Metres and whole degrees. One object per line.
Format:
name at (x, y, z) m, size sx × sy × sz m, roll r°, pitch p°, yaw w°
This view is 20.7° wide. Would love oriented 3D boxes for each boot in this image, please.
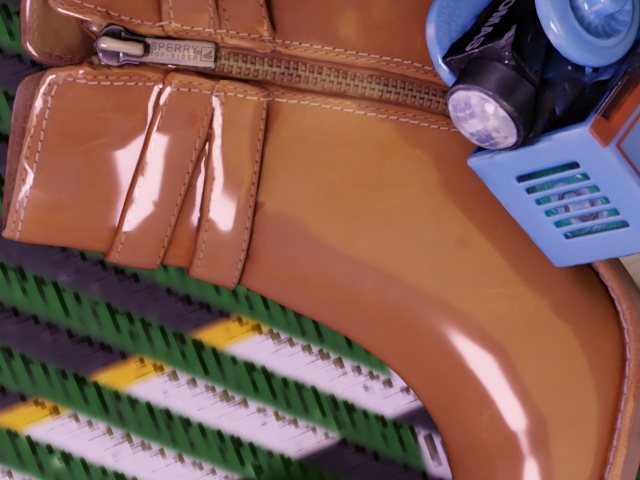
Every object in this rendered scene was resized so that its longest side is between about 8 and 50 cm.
boot at (0.000, 0.000, 0.620) m, size 0.220 × 0.109 × 0.283 m, roll 0°, pitch 91°, yaw -19°

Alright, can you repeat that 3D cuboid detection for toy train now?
toy train at (0.112, -0.080, 0.593) m, size 0.105 × 0.080 × 0.184 m, roll 50°, pitch 59°, yaw -19°
